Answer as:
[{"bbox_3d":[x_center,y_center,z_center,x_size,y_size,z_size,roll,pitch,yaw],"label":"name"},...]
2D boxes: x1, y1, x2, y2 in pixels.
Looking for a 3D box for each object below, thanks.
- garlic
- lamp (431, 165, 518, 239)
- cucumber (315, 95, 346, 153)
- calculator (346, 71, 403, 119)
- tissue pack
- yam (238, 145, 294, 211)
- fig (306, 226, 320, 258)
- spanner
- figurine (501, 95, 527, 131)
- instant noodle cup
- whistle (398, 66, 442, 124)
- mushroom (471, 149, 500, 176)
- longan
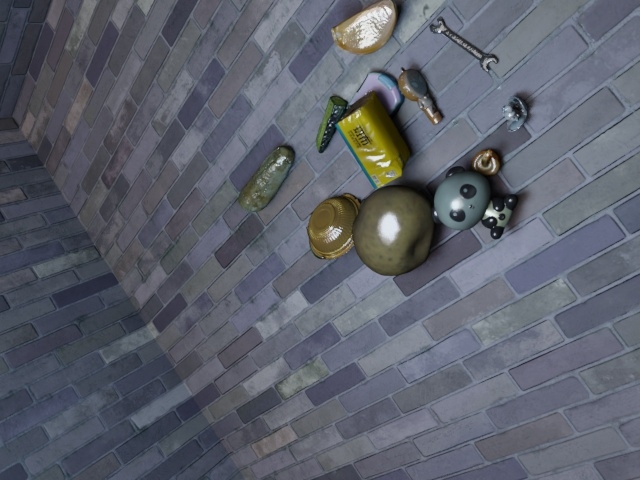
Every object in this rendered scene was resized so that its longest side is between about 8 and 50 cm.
[{"bbox_3d":[0.157,-0.706,1.791,0.245,0.164,0.145,-22,76,35],"label":"garlic"},{"bbox_3d":[0.486,-0.116,1.746,0.244,0.198,0.198,23,121,10],"label":"lamp"},{"bbox_3d":[0.040,-0.431,2.055,0.078,0.062,0.211,-108,29,-45],"label":"cucumber"},{"bbox_3d":[0.175,-0.456,1.944,0.173,0.051,0.293,44,128,14],"label":"calculator"},{"bbox_3d":[0.184,-0.342,1.839,0.134,0.192,0.271,-23,114,31],"label":"tissue pack"},{"bbox_3d":[-0.217,-0.262,2.271,0.133,0.133,0.330,48,124,13],"label":"yam"},{"bbox_3d":[0.000,0.000,2.225,0.177,0.117,0.117,45,132,46],"label":"fig"},{"bbox_3d":[0.443,-0.612,1.703,0.254,0.015,0.054,43,128,16],"label":"spanner"},{"bbox_3d":[0.580,-0.386,1.648,0.082,0.094,0.086,-43,111,2],"label":"figurine"},{"bbox_3d":[0.033,-0.066,2.083,0.274,0.090,0.274,-20,58,35],"label":"instant noodle cup"},{"bbox_3d":[0.326,-0.476,1.799,0.220,0.107,0.057,51,139,-9],"label":"whistle"},{"bbox_3d":[0.533,-0.252,1.728,0.129,0.072,0.088,97,150,-71],"label":"mushroom"},{"bbox_3d":[0.256,-0.036,1.896,0.288,0.288,0.350,33,132,23],"label":"longan"}]
